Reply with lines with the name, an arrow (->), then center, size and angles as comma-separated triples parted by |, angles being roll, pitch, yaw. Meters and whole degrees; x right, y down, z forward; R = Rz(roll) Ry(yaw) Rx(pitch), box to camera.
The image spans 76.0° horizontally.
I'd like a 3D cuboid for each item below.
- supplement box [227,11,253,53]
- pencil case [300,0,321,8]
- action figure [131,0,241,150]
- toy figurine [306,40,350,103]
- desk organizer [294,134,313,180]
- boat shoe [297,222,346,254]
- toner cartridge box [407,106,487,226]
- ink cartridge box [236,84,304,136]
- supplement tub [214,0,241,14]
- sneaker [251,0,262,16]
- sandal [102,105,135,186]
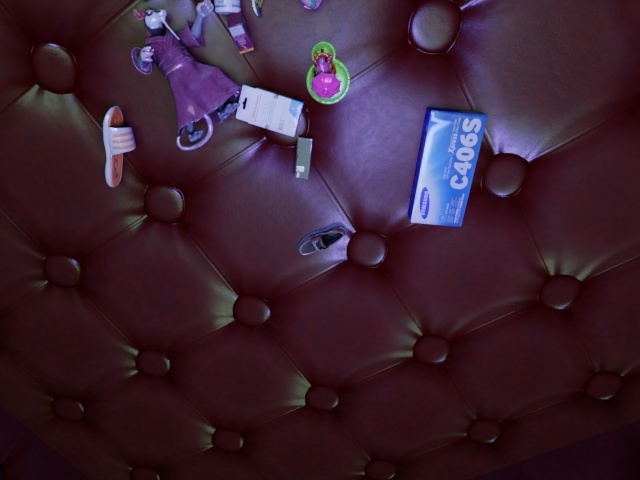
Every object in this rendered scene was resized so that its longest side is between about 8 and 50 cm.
supplement box -> -0.219, -0.568, 1.123 | 0.043, 0.054, 0.083 | -14, 150, 8
pencil case -> 0.044, -0.721, 1.030 | 0.284, 0.124, 0.124 | -36, 108, 15
action figure -> -0.384, -0.487, 1.153 | 0.248, 0.276, 0.370 | -36, 93, -23
toy figurine -> 0.016, -0.458, 1.125 | 0.130, 0.159, 0.173 | -8, 113, 6
desk organizer -> -0.052, -0.258, 1.275 | 0.047, 0.050, 0.130 | 7, 114, 0
boat shoe -> 0.000, 0.000, 1.378 | 0.183, 0.066, 0.066 | -31, 109, 15
toner cartridge box -> 0.382, -0.220, 1.259 | 0.165, 0.075, 0.347 | 5, 114, 2
ink cartridge box -> -0.149, -0.388, 1.217 | 0.180, 0.060, 0.104 | 17, 114, -5
supplement tub -> -0.252, -0.667, 1.093 | 0.071, 0.071, 0.107 | 1, 113, 2
sneaker -> -0.169, -0.656, 1.115 | 0.035, 0.031, 0.083 | -7, 113, 5
sandal -> -0.613, -0.284, 1.271 | 0.076, 0.102, 0.265 | 13, 122, -5
